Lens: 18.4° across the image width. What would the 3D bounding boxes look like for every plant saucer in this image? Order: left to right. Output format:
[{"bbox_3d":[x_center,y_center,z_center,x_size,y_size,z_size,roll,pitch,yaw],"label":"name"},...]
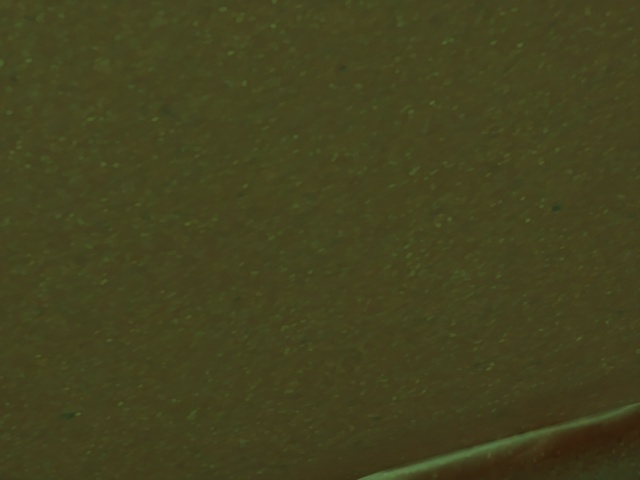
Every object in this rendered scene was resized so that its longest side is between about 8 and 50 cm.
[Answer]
[{"bbox_3d":[0.000,0.000,0.350,0.259,0.048,0.258,-13,144,-12],"label":"plant saucer"}]
